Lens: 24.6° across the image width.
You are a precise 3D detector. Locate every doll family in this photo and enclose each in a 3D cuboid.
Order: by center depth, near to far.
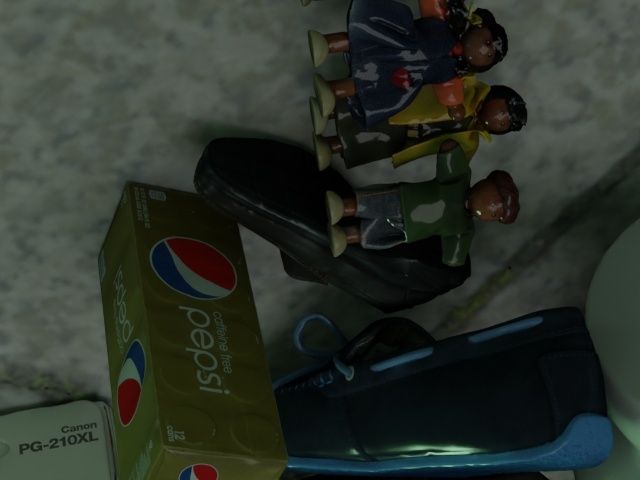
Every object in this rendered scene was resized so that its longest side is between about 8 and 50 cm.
[{"bbox_3d":[0.050,-0.081,0.685,0.111,0.076,0.193,-9,126,-4],"label":"doll family"}]

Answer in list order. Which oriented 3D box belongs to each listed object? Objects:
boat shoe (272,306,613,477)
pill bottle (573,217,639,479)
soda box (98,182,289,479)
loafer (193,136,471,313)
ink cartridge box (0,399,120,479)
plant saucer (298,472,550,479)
[{"bbox_3d":[0.049,0.084,0.801,0.258,0.089,0.109,-8,165,38],"label":"boat shoe"},{"bbox_3d":[0.275,0.163,0.867,0.229,0.229,0.408,-20,133,4],"label":"pill bottle"},{"bbox_3d":[-0.066,0.054,0.710,0.061,0.181,0.058,10,128,-22],"label":"soda box"},{"bbox_3d":[0.000,0.000,0.763,0.170,0.062,0.061,25,128,-31],"label":"loafer"},{"bbox_3d":[-0.190,0.220,0.885,0.171,0.100,0.237,-10,133,-6],"label":"ink cartridge box"},{"bbox_3d":[0.054,0.156,0.872,0.198,0.036,0.198,-5,177,0],"label":"plant saucer"}]
